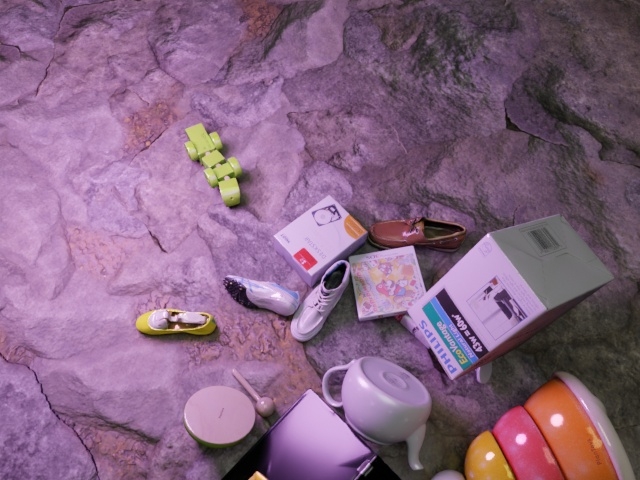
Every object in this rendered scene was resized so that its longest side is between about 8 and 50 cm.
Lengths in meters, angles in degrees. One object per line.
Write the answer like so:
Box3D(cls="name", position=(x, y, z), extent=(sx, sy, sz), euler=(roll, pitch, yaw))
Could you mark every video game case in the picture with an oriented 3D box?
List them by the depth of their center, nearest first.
Box3D(cls="video game case", position=(0.200, 0.124, 1.653), extent=(0.206, 0.026, 0.227), euler=(-10, 51, 2))

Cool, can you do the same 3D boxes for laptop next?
Box3D(cls="laptop", position=(0.004, 0.670, 1.373), extent=(0.382, 0.236, 0.408), euler=(-44, 102, -12))

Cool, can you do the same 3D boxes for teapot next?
Box3D(cls="teapot", position=(0.149, 0.437, 1.447), extent=(0.252, 0.256, 0.187), euler=(21, 105, -16))

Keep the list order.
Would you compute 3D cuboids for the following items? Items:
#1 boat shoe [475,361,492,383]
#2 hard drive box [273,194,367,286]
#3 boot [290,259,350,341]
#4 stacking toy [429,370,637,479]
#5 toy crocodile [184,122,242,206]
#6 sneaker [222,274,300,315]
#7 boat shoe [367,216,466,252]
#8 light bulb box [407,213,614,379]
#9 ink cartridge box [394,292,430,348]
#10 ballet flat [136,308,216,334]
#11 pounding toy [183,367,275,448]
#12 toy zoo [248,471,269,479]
Box3D(cls="boat shoe", position=(0.466, 0.345, 1.597), extent=(0.049, 0.040, 0.142), euler=(30, 60, -22))
Box3D(cls="hard drive box", position=(0.000, 0.000, 1.713), extent=(0.232, 0.089, 0.181), euler=(-39, 71, -20))
Box3D(cls="boot", position=(0.000, 0.167, 1.606), extent=(0.095, 0.123, 0.258), euler=(30, 65, 11))
Box3D(cls="stacking toy", position=(0.481, 0.562, 1.383), extent=(0.479, 0.351, 0.351), euler=(-21, 65, 4))
Box3D(cls="toy crocodile", position=(-0.352, -0.256, 1.821), extent=(0.115, 0.105, 0.341), euler=(-29, 64, -17))
Box3D(cls="sneaker", position=(-0.173, 0.153, 1.634), extent=(0.237, 0.085, 0.086), euler=(18, 37, 9))
Box3D(cls="boat shoe", position=(0.303, -0.032, 1.742), extent=(0.307, 0.104, 0.111), euler=(1, 63, -4))
Box3D(cls="light bulb box", position=(0.492, 0.146, 1.461), extent=(0.357, 0.361, 0.225), euler=(-11, 60, -39))
Box3D(cls="ink cartridge box", position=(0.305, 0.228, 1.631), extent=(0.109, 0.063, 0.150), euler=(-39, 71, -22))
Box3D(cls="ballet flat", position=(-0.412, 0.225, 1.572), extent=(0.230, 0.077, 0.077), euler=(3, 63, -2))
Box3D(cls="pounding toy", position=(-0.252, 0.474, 1.458), extent=(0.182, 0.110, 0.236), euler=(31, 35, 23))
Box3D(cls="toy zoo", position=(-0.167, 0.679, 1.278), extent=(0.293, 0.030, 0.192), euler=(-44, 45, -9))
